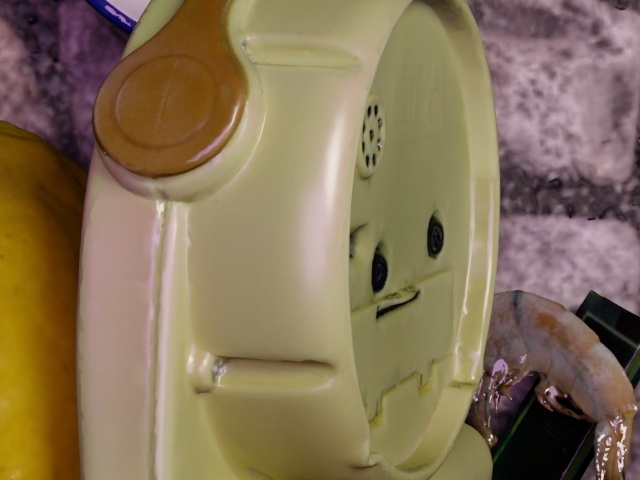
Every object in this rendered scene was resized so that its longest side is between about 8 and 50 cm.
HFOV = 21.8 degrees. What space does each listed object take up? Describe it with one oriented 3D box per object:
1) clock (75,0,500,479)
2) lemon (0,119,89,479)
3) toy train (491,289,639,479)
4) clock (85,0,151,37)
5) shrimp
[{"bbox_3d":[0.000,0.000,0.767,0.117,0.286,0.348,3,99,21],"label":"clock"},{"bbox_3d":[-0.191,0.092,0.809,0.285,0.285,0.316,-20,71,-3],"label":"lemon"},{"bbox_3d":[0.122,0.131,0.939,0.044,0.042,0.209,31,90,30],"label":"toy train"},{"bbox_3d":[-0.045,-0.210,0.909,0.230,0.083,0.230,0,93,-2],"label":"clock"},{"bbox_3d":[0.092,0.126,0.914,0.148,0.035,0.195,38,92,27],"label":"shrimp"}]
